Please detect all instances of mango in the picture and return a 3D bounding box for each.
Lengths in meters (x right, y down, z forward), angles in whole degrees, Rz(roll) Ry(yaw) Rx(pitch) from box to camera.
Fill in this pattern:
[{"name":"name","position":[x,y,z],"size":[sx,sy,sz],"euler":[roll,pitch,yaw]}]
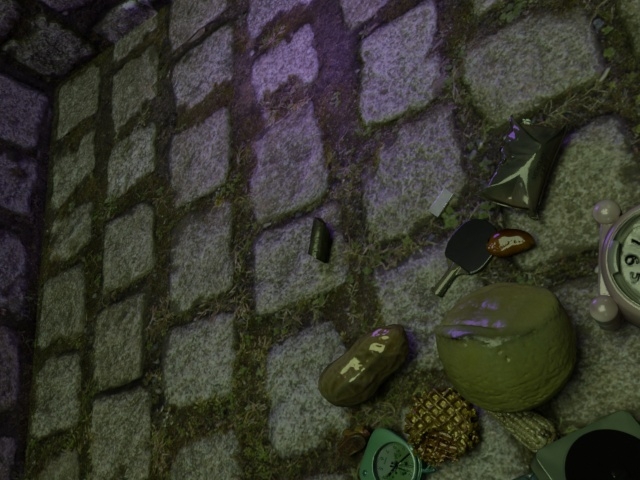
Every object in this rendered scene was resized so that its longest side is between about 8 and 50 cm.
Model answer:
[{"name":"mango","position":[0.498,0.006,1.820],"size":[0.127,0.063,0.077],"euler":[-10,63,31]}]

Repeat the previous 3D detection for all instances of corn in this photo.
[{"name":"corn","position":[0.472,0.427,1.667],"size":[0.211,0.087,0.087],"euler":[34,96,40]}]

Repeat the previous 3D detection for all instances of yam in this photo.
[{"name":"yam","position":[0.000,0.000,2.226],"size":[0.070,0.070,0.146],"euler":[-2,72,39]}]

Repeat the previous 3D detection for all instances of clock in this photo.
[{"name":"clock","position":[0.208,0.599,1.828],"size":[0.211,0.066,0.159],"euler":[18,86,41]},{"name":"clock","position":[0.771,0.056,1.507],"size":[0.326,0.184,0.342],"euler":[-3,77,34]}]

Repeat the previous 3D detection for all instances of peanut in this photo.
[{"name":"peanut","position":[0.125,0.353,1.934],"size":[0.313,0.152,0.152],"euler":[-43,52,16]}]

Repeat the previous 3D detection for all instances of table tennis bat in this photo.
[{"name":"table tennis bat","position":[0.391,0.051,1.917],"size":[0.138,0.022,0.246],"euler":[41,99,41]}]

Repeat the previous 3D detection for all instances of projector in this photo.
[{"name":"projector","position":[0.612,0.513,1.443],"size":[0.257,0.079,0.259],"euler":[-18,51,-18]}]

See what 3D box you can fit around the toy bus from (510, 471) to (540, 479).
[{"name":"toy bus","position":[0.409,0.659,1.566],"size":[0.343,0.184,0.199],"euler":[-34,56,26]}]

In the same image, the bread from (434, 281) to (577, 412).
[{"name":"bread","position":[0.437,0.251,1.652],"size":[0.321,0.237,0.320],"euler":[-18,27,9]}]

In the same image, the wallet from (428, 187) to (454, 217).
[{"name":"wallet","position":[0.350,-0.111,2.017],"size":[0.044,0.011,0.083],"euler":[41,100,40]}]

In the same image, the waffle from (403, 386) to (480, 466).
[{"name":"waffle","position":[0.308,0.469,1.766],"size":[0.193,0.070,0.197],"euler":[-20,54,12]}]

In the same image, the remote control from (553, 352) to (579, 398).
[{"name":"remote control","position":[0.572,0.316,1.671],"size":[0.053,0.018,0.124],"euler":[26,90,43]}]

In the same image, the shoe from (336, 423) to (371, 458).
[{"name":"shoe","position":[0.090,0.556,1.938],"size":[0.072,0.069,0.109],"euler":[29,107,5]}]

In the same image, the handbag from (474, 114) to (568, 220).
[{"name":"handbag","position":[0.530,-0.199,1.836],"size":[0.183,0.117,0.270],"euler":[18,85,28]}]
